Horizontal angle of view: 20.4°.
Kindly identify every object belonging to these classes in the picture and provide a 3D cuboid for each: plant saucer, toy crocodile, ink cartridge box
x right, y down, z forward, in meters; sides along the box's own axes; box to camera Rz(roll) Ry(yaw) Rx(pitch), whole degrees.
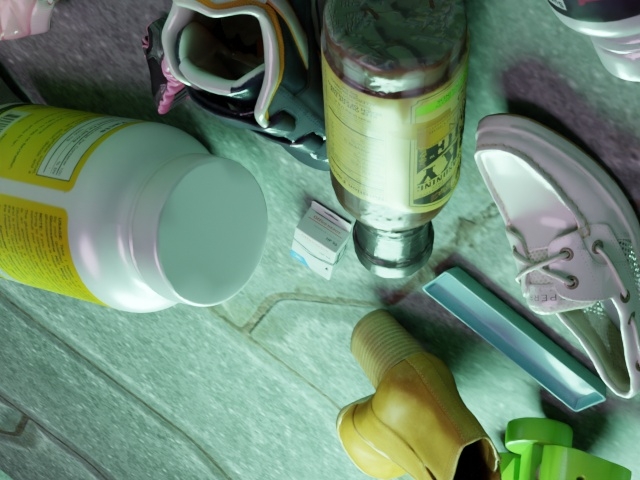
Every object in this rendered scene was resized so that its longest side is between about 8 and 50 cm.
[{"bbox_3d":[0.183,0.091,1.664,0.192,0.018,0.067,38,156,-5],"label":"plant saucer"},{"bbox_3d":[0.218,0.264,1.819,0.105,0.115,0.340,11,158,-7],"label":"toy crocodile"},{"bbox_3d":[0.000,0.000,1.732,0.048,0.028,0.083,32,156,9],"label":"ink cartridge box"}]

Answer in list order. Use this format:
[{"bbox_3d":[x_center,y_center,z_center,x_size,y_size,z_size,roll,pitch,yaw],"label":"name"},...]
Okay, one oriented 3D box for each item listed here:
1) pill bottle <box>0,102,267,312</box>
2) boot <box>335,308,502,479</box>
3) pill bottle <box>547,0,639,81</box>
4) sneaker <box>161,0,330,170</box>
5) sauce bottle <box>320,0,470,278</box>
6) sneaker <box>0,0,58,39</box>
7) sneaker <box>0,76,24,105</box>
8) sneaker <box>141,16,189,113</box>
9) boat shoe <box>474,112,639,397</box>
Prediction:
[{"bbox_3d":[-0.215,-0.031,1.770,0.334,0.188,0.188,12,147,44],"label":"pill bottle"},{"bbox_3d":[0.106,0.225,1.825,0.211,0.104,0.295,55,163,36],"label":"boot"},{"bbox_3d":[0.171,-0.189,1.047,0.108,0.108,0.193,14,148,42],"label":"pill bottle"},{"bbox_3d":[-0.049,-0.137,1.429,0.126,0.127,0.321,22,154,27],"label":"sneaker"},{"bbox_3d":[0.059,-0.081,1.406,0.111,0.111,0.344,29,157,16],"label":"sauce bottle"},{"bbox_3d":[-0.277,-0.247,1.641,0.070,0.051,0.134,-2,125,0],"label":"sneaker"},{"bbox_3d":[-0.397,-0.160,1.912,0.118,0.083,0.222,12,148,44],"label":"sneaker"},{"bbox_3d":[-0.141,-0.161,1.620,0.057,0.047,0.119,47,155,14],"label":"sneaker"},{"bbox_3d":[0.200,0.019,1.406,0.098,0.096,0.277,1,138,54],"label":"boat shoe"}]
